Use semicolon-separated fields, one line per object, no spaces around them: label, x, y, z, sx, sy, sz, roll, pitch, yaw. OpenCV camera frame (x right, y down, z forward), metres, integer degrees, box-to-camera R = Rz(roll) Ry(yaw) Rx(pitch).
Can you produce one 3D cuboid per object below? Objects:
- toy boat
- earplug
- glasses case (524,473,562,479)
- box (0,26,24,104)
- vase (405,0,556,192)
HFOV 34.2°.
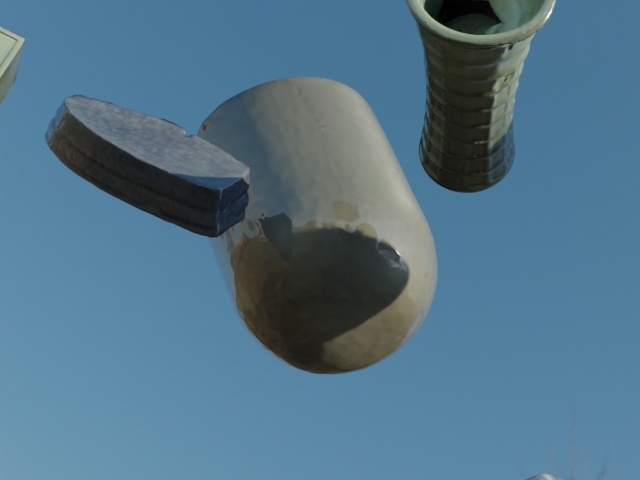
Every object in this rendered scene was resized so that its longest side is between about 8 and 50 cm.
toy boat;-0.224;-0.099;1.311;0.283;0.127;0.078;27;-58;12
earplug;0.000;0.000;1.501;0.313;0.394;0.312;-13;-41;-12
glasses case;0.203;0.254;0.851;0.248;0.087;0.065;41;6;-49
box;-0.412;-0.135;1.048;0.130;0.225;0.086;26;-35;-9
vase;0.161;-0.169;1.091;0.143;0.143;0.299;15;-24;13
